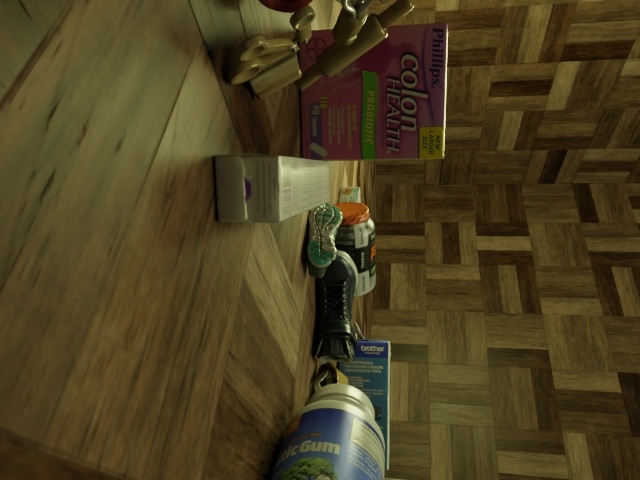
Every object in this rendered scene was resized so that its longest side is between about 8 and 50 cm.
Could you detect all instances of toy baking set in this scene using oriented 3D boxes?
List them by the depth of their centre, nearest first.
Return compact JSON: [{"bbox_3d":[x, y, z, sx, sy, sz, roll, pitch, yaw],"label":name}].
[{"bbox_3d":[0.019,-0.207,0.487,0.030,0.256,0.197,60,25,-4],"label":"toy baking set"}]

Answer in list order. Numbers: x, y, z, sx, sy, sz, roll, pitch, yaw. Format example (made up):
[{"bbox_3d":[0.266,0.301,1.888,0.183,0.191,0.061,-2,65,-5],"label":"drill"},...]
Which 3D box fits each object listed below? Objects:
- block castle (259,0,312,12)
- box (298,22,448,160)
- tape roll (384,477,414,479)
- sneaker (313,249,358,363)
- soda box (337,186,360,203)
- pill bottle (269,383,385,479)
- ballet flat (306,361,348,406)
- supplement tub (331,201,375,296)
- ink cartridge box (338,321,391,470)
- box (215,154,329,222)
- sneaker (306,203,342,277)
[{"bbox_3d":[0.054,-0.468,0.445,0.213,0.303,0.453,-88,174,-51],"label":"block castle"},{"bbox_3d":[0.092,-0.248,0.860,0.117,0.243,0.213,-54,145,-75],"label":"box"},{"bbox_3d":[0.135,0.432,0.812,0.219,0.219,0.072,72,20,-63],"label":"tape roll"},{"bbox_3d":[0.031,0.146,0.996,0.163,0.086,0.226,-80,168,-55],"label":"sneaker"},{"bbox_3d":[0.076,-0.072,1.349,0.183,0.058,0.063,-78,165,-48],"label":"soda box"},{"bbox_3d":[0.012,0.321,0.683,0.272,0.152,0.152,-64,153,-71],"label":"pill bottle"},{"bbox_3d":[0.003,0.315,0.940,0.073,0.080,0.232,59,15,-13],"label":"ballet flat"},{"bbox_3d":[0.063,0.019,1.088,0.117,0.117,0.190,-72,161,-62],"label":"supplement tub"},{"bbox_3d":[0.133,0.445,1.439,0.270,0.151,0.395,71,23,-66],"label":"ink cartridge box"},{"bbox_3d":[-0.041,-0.068,0.604,0.324,0.063,0.067,-44,135,-77],"label":"box"},{"bbox_3d":[0.000,0.000,0.926,0.076,0.065,0.166,105,-1,-47],"label":"sneaker"}]
